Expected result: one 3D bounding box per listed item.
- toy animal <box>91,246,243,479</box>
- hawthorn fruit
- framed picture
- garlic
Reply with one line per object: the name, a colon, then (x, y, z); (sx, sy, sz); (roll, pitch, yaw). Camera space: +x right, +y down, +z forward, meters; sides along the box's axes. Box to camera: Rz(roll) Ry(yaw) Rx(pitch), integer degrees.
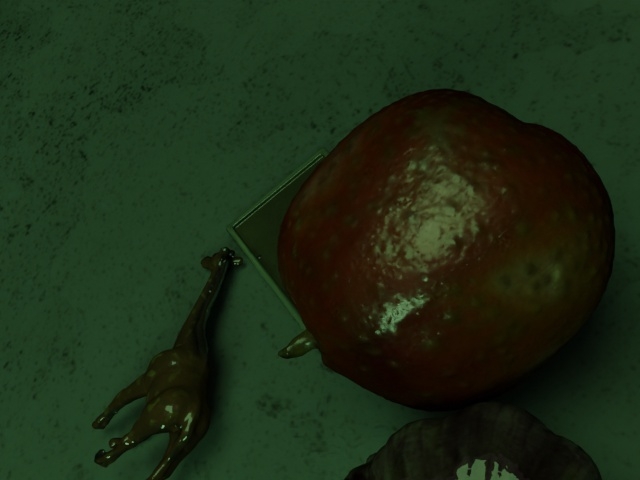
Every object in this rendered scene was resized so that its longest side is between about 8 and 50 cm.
toy animal: (-0.149, 0.127, 0.996); (0.230, 0.066, 0.224); (-47, 31, 6)
hawthorn fruit: (0.090, 0.019, 0.809); (0.299, 0.275, 0.275); (-34, 51, 2)
framed picture: (0.000, 0.000, 1.026); (0.150, 0.015, 0.203); (-41, 50, -2)
garlic: (0.111, 0.245, 0.699); (0.245, 0.160, 0.245); (0, 90, 20)
